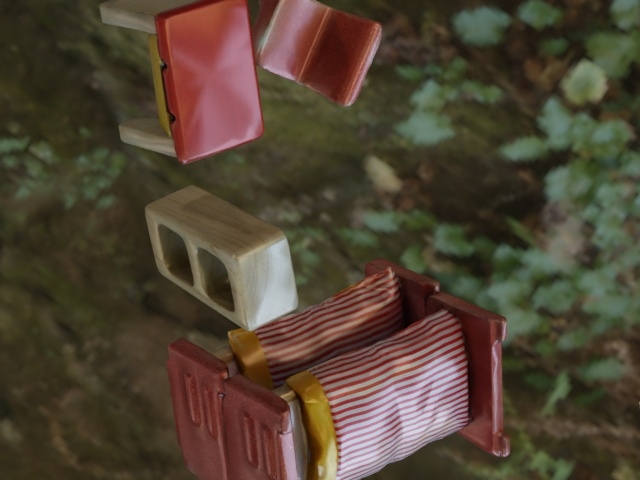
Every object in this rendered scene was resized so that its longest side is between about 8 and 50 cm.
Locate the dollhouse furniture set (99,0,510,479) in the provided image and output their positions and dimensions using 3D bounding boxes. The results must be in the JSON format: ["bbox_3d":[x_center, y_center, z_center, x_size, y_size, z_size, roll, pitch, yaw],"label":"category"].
[{"bbox_3d":[0.000,0.000,1.115,0.201,0.152,0.374,-23,121,-29],"label":"dollhouse furniture set"}]
